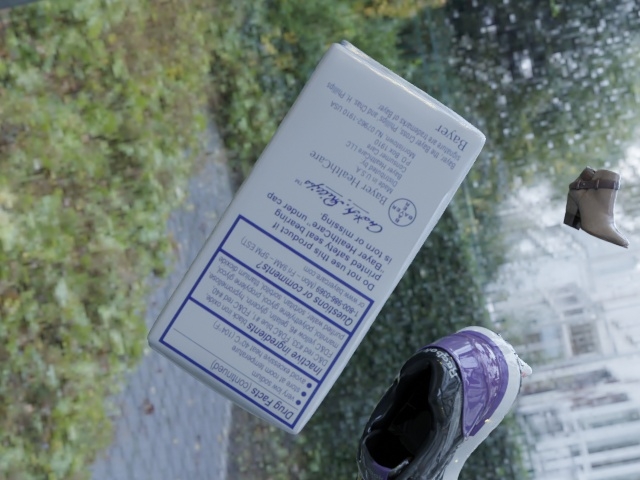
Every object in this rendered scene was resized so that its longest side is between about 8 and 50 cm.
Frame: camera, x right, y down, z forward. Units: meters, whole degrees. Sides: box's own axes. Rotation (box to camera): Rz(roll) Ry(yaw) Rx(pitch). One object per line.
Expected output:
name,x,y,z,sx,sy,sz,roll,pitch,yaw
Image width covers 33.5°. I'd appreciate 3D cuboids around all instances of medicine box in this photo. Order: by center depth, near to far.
medicine box,0.000,0.000,0.958,0.289,0.149,0.263,-57,178,0

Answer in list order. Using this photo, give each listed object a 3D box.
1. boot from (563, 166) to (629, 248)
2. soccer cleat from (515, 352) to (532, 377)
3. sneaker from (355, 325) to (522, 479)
boot,0.364,-0.047,1.368,0.042,0.087,0.118,21,6,-43
soccer cleat,0.276,0.174,1.536,0.035,0.083,0.029,-53,-155,31
sneaker,0.064,0.203,0.948,0.124,0.107,0.283,-6,124,-49
